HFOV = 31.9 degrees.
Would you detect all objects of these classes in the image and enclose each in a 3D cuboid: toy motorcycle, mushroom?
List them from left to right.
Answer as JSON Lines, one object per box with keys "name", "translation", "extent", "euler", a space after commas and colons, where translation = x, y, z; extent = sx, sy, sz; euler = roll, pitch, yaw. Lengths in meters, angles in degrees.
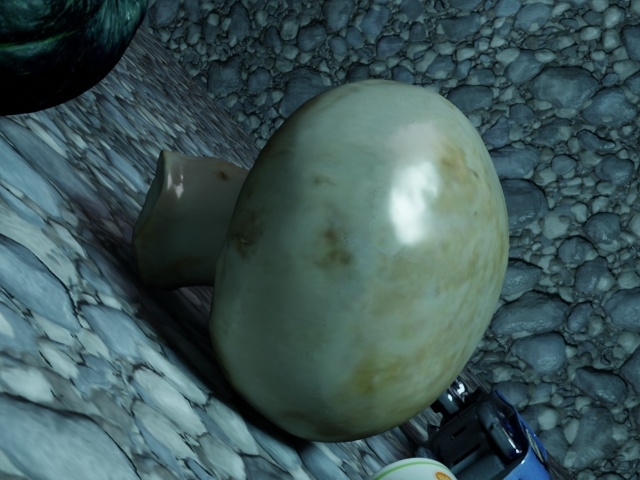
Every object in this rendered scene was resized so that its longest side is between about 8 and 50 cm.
{"name": "mushroom", "translation": [0.000, 0.000, 0.907], "extent": [0.290, 0.297, 0.297], "euler": [22, -4, 23]}
{"name": "toy motorcycle", "translation": [0.185, 0.252, 1.175], "extent": [0.212, 0.125, 0.358], "euler": [52, 6, -8]}

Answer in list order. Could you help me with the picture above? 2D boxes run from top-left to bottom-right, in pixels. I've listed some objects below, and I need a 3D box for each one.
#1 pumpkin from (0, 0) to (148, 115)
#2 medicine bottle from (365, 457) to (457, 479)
{"name": "pumpkin", "translation": [-0.236, -0.232, 0.780], "extent": [0.238, 0.315, 0.315], "euler": [23, 6, -3]}
{"name": "medicine bottle", "translation": [0.086, 0.225, 0.724], "extent": [0.086, 0.086, 0.183], "euler": [42, 5, -30]}
